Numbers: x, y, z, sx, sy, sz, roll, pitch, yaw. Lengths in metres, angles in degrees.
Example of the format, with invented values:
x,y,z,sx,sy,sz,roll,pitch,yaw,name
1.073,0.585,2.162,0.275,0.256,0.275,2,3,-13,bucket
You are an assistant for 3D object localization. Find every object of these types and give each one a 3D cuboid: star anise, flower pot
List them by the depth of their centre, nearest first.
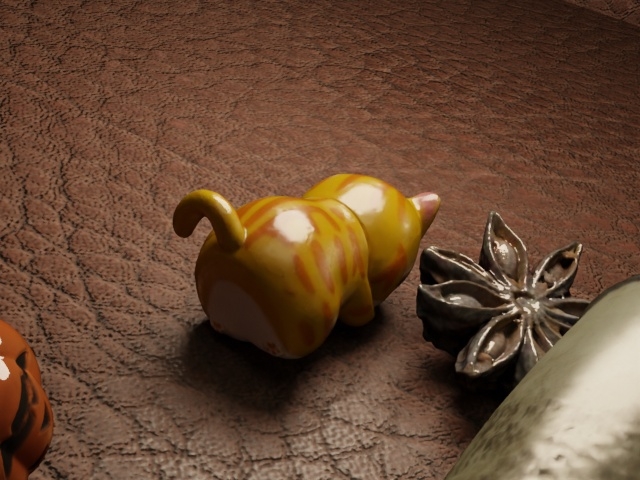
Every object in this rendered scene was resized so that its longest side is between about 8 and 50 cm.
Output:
x,y,z,sx,sy,sz,roll,pitch,yaw,name
0.228,0.215,0.647,0.293,0.293,0.330,36,46,28,flower pot
0.204,0.088,0.963,0.223,0.109,0.236,-17,62,-25,star anise

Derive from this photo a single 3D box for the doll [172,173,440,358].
x,y,z,sx,sy,sz,roll,pitch,yaw,name
-0.008,0.018,0.944,0.167,0.162,0.270,21,23,35,doll

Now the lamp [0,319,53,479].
x,y,z,sx,sy,sz,roll,pitch,yaw,name
-0.297,0.139,0.679,0.188,0.164,0.187,0,59,0,lamp
